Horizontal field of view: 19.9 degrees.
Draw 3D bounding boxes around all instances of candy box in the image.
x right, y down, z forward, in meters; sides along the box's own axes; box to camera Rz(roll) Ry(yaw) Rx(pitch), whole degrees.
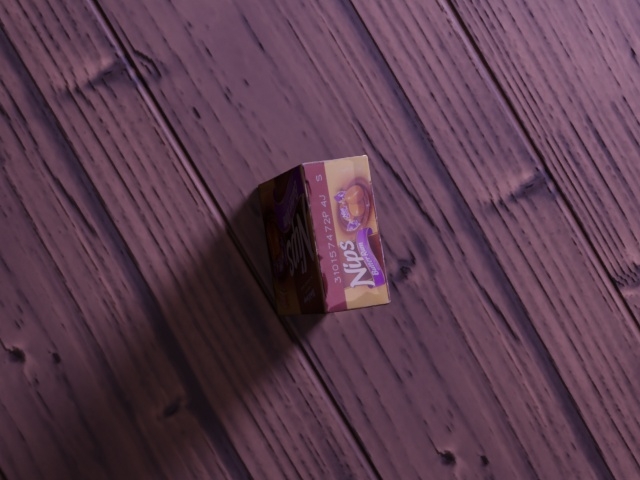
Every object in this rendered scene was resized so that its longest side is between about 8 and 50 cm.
[{"bbox_3d":[0.000,0.000,1.362,0.053,0.186,0.109,-9,90,-11],"label":"candy box"}]
